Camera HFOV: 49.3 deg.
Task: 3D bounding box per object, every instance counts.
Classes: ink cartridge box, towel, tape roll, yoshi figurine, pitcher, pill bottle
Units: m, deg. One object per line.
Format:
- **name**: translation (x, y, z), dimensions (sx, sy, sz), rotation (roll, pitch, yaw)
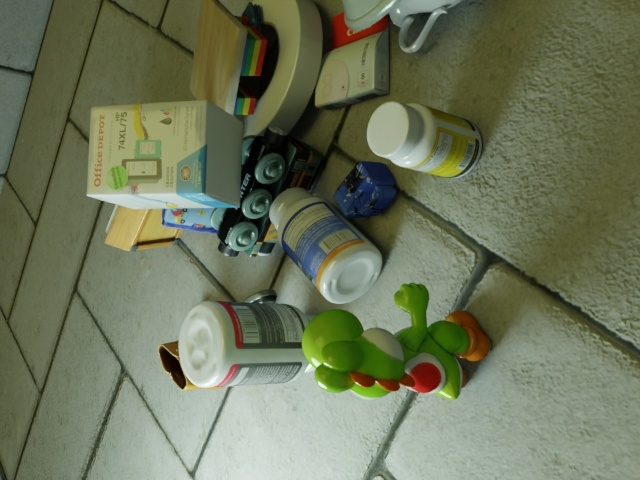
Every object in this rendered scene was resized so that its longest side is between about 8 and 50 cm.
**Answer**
- **ink cartridge box**: translation (0.069, -0.426, 1.571), dimensions (0.189, 0.066, 0.232), rotation (-6, 85, 47)
- **ink cartridge box**: translation (-0.331, -0.177, 1.506), dimensions (0.270, 0.197, 0.198), rotation (0, 85, 16)
- **towel**: translation (-0.169, -0.526, 1.728), dimensions (0.067, 0.029, 0.119), rotation (-41, 52, 48)
- **tape roll**: translation (-0.131, -0.432, 1.741), dimensions (0.392, 0.072, 0.392), rotation (-16, 70, 52)
- **yoshi figurine**: translation (0.113, 0.183, 1.217), dimensions (0.203, 0.362, 0.203), rotation (-18, 73, 46)
- **pitcher**: translation (0.218, -0.482, 1.374), dimensions (0.207, 0.125, 0.177), rotation (-16, 80, 56)
- **pill bottle**: translation (-0.128, 0.222, 1.506), dimensions (0.176, 0.319, 0.176), rotation (-9, 78, 47)
- **pill bottle**: translation (0.000, 0.000, 1.519), dimensions (0.272, 0.152, 0.152), rotation (47, 118, 41)
- **pill bottle**: translation (0.192, -0.187, 1.290), dimensions (0.119, 0.208, 0.119), rotation (-9, 78, 47)

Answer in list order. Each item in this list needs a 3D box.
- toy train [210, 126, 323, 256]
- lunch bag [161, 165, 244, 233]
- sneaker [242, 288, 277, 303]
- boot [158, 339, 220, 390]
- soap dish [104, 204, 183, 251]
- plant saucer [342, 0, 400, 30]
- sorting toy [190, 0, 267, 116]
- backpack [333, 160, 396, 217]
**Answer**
- **toy train**: translation (-0.127, -0.105, 1.642), dimensions (0.142, 0.190, 0.334), rotation (42, 117, 42)
- **lunch bag**: translation (-0.274, -0.135, 1.729), dimensions (0.138, 0.293, 0.221), rotation (19, 99, 47)
- **sneaker**: translation (-0.161, 0.217, 1.719), dimensions (0.227, 0.087, 0.130), rotation (-48, 55, 36)
- **boot**: translation (-0.326, 0.264, 1.797), dimensions (0.295, 0.211, 0.104), rotation (50, 120, 39)
- **soap dish**: translation (-0.467, -0.103, 2.001), dimensions (0.118, 0.229, 0.291), rotation (42, 116, 24)
- **plant saucer**: translation (0.147, -0.599, 1.342), dimensions (0.400, 0.100, 0.400), rotation (-46, 25, 29)
- **sorting toy**: translation (-0.225, -0.435, 1.703), dimensions (0.255, 0.089, 0.257), rotation (53, 138, 44)
- **backpack**: translation (0.090, -0.097, 1.474), dimensions (0.120, 0.098, 0.101), rotation (-47, 57, 32)
